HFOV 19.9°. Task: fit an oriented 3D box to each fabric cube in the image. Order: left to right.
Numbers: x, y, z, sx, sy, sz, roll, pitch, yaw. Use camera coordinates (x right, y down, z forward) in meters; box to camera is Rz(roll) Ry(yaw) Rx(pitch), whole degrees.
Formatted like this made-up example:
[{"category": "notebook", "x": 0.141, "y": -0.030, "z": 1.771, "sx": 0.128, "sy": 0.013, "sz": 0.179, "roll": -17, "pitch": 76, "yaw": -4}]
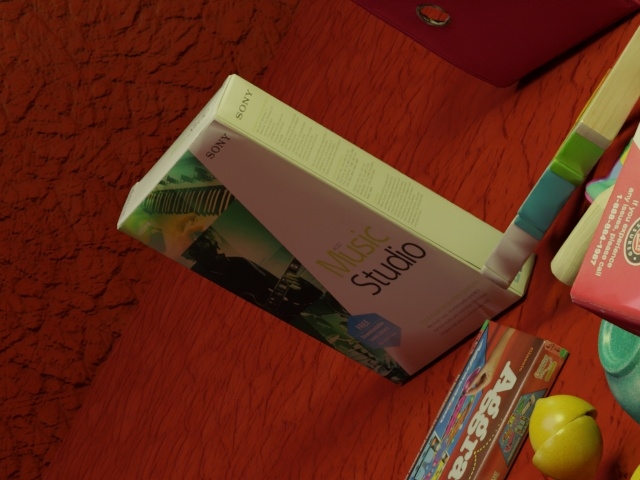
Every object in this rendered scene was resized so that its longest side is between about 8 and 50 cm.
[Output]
[{"category": "fabric cube", "x": 0.186, "y": -0.343, "z": 1.792, "sx": 0.258, "sy": 0.254, "sz": 0.259, "roll": -27, "pitch": 36, "yaw": 62}]

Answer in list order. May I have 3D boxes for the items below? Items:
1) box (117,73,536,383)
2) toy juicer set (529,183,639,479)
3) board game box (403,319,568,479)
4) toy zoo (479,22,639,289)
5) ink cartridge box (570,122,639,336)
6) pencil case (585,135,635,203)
[{"category": "box", "x": 0.000, "y": 0.000, "z": 1.659, "sx": 0.232, "sy": 0.322, "sz": 0.058, "roll": -43, "pitch": 21, "yaw": 53}, {"category": "toy juicer set", "x": 0.222, "y": 0.080, "z": 1.232, "sx": 0.209, "sy": 0.089, "sz": 0.329, "roll": 134, "pitch": 148, "yaw": -56}, {"category": "board game box", "x": 0.107, "y": 0.203, "z": 1.517, "sx": 0.281, "sy": 0.027, "sz": 0.145, "roll": -63, "pitch": 16, "yaw": -3}, {"category": "toy zoo", "x": 0.213, "y": -0.078, "z": 1.483, "sx": 0.192, "sy": 0.030, "sz": 0.293, "roll": -55, "pitch": -5, "yaw": -30}, {"category": "ink cartridge box", "x": 0.259, "y": -0.008, "z": 0.868, "sx": 0.237, "sy": 0.100, "sz": 0.172, "roll": 19, "pitch": 85, "yaw": 52}, {"category": "pencil case", "x": 0.287, "y": -0.096, "z": 1.296, "sx": 0.236, "sy": 0.104, "sz": 0.104, "roll": -58, "pitch": 15, "yaw": 24}]
